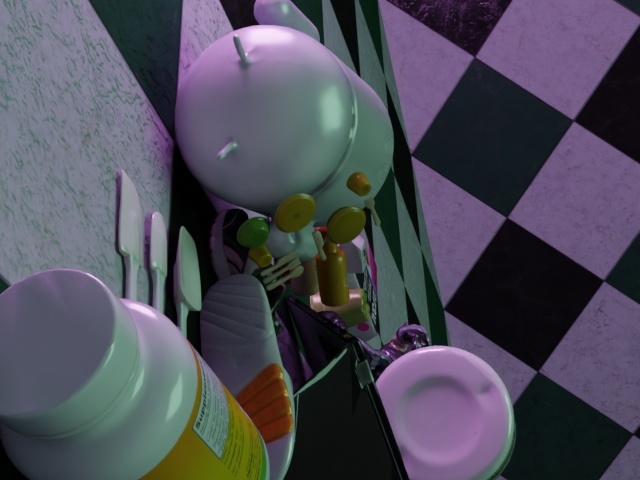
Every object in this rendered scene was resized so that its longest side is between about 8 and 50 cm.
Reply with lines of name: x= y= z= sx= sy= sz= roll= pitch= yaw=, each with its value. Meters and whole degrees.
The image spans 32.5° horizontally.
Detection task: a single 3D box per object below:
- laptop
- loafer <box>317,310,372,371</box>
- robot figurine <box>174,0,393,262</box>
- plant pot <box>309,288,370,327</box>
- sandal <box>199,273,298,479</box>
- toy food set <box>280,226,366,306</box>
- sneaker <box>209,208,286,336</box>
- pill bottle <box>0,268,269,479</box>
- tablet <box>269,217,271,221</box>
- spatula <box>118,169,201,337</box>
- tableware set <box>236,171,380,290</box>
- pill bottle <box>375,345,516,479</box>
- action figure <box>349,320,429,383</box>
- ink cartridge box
laptop: x=-0.012 y=0.322 z=1.368 sx=0.408 sy=0.236 sz=0.382 roll=27 pitch=-42 yaw=68
loafer: x=0.031 y=0.176 z=1.586 sx=0.170 sy=0.062 sz=0.061 roll=-115 pitch=-158 yaw=-48
robot figurine: x=-0.037 y=-0.125 z=1.251 sx=0.353 sy=0.199 sz=0.300 roll=16 pitch=67 yaw=-71
plant pot: x=0.033 y=0.106 z=1.697 sx=0.083 sy=0.079 sz=0.083 roll=-11 pitch=90 yaw=-79
sandal: x=-0.068 y=0.156 z=1.124 sx=0.076 sy=0.102 sz=0.265 roll=59 pitch=21 yaw=-51
toy food set: x=0.000 y=0.000 z=1.525 sx=0.232 sy=0.111 sz=0.105 roll=-64 pitch=150 yaw=-67
sneaker: x=-0.076 y=0.045 z=1.244 sx=0.072 sy=0.077 sz=0.178 roll=60 pitch=21 yaw=-61
pill bottle: x=-0.134 y=0.124 z=0.752 sx=0.246 sy=0.136 sz=0.136 roll=63 pitch=20 yaw=-53
tablet: x=-0.065 y=-0.034 z=1.543 sx=0.054 sy=0.006 sz=0.083 roll=-39 pitch=116 yaw=-76
spatula: x=-0.148 y=0.075 z=1.025 sx=0.168 sy=0.019 sz=0.242 roll=59 pitch=22 yaw=-60
tableware set: x=-0.012 y=-0.019 z=1.154 sx=0.024 sy=0.154 sz=0.104 roll=50 pitch=-13 yaw=43
pill bottle: x=0.189 y=0.279 z=1.643 sx=0.361 sy=0.204 sz=0.204 roll=54 pitch=27 yaw=-74
action figure: x=0.092 y=0.213 z=1.762 sx=0.285 sy=0.099 sz=0.185 roll=11 pitch=102 yaw=-67
ink cartridge box: x=0.044 y=0.036 z=1.871 sx=0.176 sy=0.069 sz=0.371 roll=-87 pitch=164 yaw=-49
